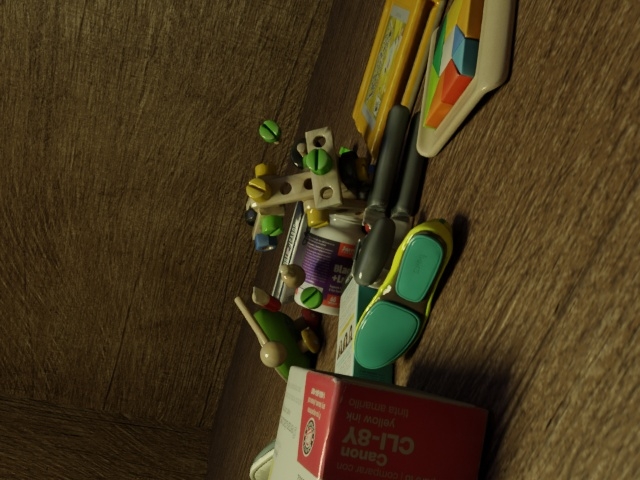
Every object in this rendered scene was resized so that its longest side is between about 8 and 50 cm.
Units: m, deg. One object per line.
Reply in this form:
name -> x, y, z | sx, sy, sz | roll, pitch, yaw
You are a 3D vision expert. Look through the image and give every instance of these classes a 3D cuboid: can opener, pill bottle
can opener -> 0.109, -0.063, 1.052 | 0.093, 0.074, 0.281 | 139, 145, -76
pill bottle -> 0.025, 0.028, 1.301 | 0.108, 0.108, 0.194 | -135, 58, -78

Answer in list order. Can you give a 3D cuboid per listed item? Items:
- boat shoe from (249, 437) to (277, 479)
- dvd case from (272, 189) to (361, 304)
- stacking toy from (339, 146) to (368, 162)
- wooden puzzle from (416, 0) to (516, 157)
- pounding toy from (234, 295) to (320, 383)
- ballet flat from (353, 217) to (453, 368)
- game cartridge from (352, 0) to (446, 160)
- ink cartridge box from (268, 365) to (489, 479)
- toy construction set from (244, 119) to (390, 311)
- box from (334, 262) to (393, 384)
boat shoe -> -0.076, 0.409, 1.371 | 0.319, 0.116, 0.099 | 108, 166, -55
dvd case -> 0.000, 0.000, 1.384 | 0.179, 0.029, 0.239 | -10, -57, -51
stacking toy -> 0.044, -0.108, 1.543 | 0.221, 0.052, 0.167 | -103, 32, -78
wooden puzzle -> 0.183, -0.251, 0.958 | 0.239, 0.044, 0.221 | 133, 149, -70
pounding toy -> -0.058, 0.196, 1.519 | 0.183, 0.110, 0.237 | 63, -172, 29
ballet flat -> 0.110, 0.066, 0.925 | 0.077, 0.077, 0.231 | -53, -12, -57
game cartridge -> 0.129, -0.321, 1.330 | 0.324, 0.052, 0.285 | -104, 29, -67
ink cartridge box -> 0.023, 0.341, 0.763 | 0.279, 0.160, 0.385 | 149, 133, -76
toy construction set -> -0.037, -0.042, 1.138 | 0.237, 0.257, 0.309 | 47, -120, -75
box -> 0.065, 0.147, 1.065 | 0.100, 0.060, 0.244 | 118, 162, -55
